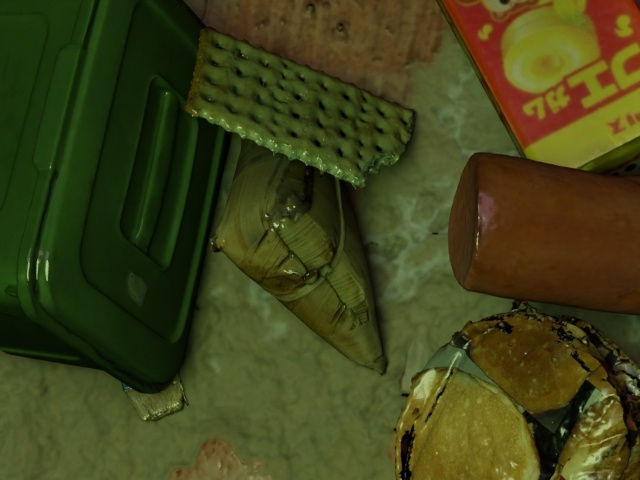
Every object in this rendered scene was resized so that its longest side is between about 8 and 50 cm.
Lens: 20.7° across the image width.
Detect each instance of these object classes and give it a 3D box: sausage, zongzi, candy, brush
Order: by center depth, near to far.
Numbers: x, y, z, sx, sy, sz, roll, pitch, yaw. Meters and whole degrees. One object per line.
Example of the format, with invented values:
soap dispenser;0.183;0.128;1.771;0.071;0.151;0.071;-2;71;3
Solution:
sausage;0.232;0.001;1.378;0.259;0.113;0.114;8;72;-13
candy;0.196;-0.173;1.488;0.146;0.088;0.276;-29;67;3
zongzi;0.000;0.000;1.494;0.099;0.197;0.194;-28;31;26
brush;-0.162;0.081;1.538;0.051;0.014;0.164;-20;67;1

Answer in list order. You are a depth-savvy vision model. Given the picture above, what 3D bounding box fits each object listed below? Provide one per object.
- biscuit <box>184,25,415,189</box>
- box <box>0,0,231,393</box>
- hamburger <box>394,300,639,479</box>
biscuit;-0.015;-0.107;1.468;0.203;0.016;0.144;23;36;-11
box;-0.209;-0.055;1.467;0.177;0.253;0.329;0;66;23
hamburger;0.159;0.164;1.353;0.231;0.107;0.231;-11;72;38
